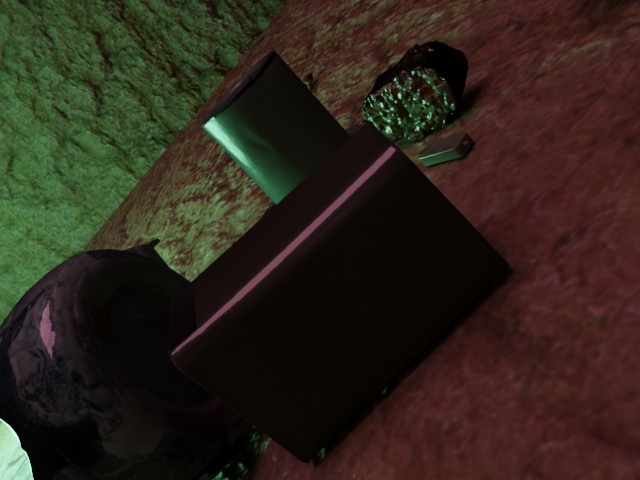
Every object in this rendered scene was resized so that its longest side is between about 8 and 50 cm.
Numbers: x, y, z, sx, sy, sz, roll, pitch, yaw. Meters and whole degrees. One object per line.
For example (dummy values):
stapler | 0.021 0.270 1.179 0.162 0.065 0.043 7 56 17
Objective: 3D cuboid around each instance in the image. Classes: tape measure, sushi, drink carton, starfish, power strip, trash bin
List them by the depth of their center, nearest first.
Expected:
trash bin | 0.014 0.042 0.609 0.240 0.164 0.122 -43 22 8
tape measure | -0.189 0.137 0.717 0.147 0.256 0.275 -42 -5 22
power strip | 0.140 -0.102 0.800 0.027 0.017 0.083 -57 21 -17
sushi | 0.117 -0.181 0.888 0.150 0.090 0.078 -22 30 53
drink carton | -0.061 -0.157 1.058 0.185 0.189 0.191 -27 25 49
starfish | -0.038 -0.330 1.550 0.078 0.028 0.091 -55 16 -9
